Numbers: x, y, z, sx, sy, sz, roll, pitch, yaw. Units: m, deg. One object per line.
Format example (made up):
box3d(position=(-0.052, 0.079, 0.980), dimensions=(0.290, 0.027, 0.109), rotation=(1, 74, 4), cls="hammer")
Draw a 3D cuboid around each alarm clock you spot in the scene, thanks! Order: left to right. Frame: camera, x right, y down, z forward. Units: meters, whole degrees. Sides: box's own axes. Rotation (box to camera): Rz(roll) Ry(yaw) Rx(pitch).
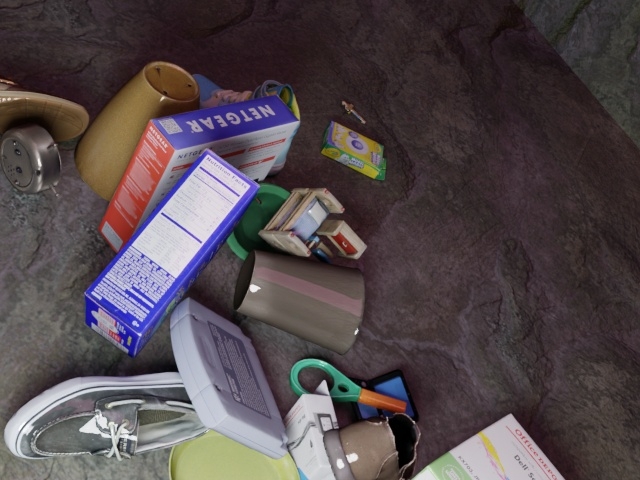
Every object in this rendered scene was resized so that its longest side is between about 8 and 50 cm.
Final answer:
box3d(position=(-0.566, -0.158, 1.784), dimensions=(0.192, 0.129, 0.064), rotation=(24, 32, 34), cls="alarm clock")

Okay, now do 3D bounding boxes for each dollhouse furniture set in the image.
box3d(position=(0.000, 0.000, 1.925), dimensions=(0.183, 0.129, 0.129), rotation=(46, 70, -25), cls="dollhouse furniture set")

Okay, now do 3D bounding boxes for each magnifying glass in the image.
box3d(position=(0.052, 0.288, 1.807), dimensions=(0.231, 0.026, 0.092), rotation=(19, 43, -1), cls="magnifying glass")

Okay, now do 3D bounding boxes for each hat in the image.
box3d(position=(-0.138, -0.039, 2.033), dimensions=(0.208, 0.173, 0.183), rotation=(25, -3, -25), cls="hat")

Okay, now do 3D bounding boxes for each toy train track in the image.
box3d(position=(0.088, -0.343, 2.535), dimensions=(0.083, 0.014, 0.048), rotation=(43, 31, 1), cls="toy train track")

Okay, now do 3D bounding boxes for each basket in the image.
box3d(position=(-0.046, 0.109, 1.867), dimensions=(0.227, 0.154, 0.204), rotation=(18, 38, -15), cls="basket")

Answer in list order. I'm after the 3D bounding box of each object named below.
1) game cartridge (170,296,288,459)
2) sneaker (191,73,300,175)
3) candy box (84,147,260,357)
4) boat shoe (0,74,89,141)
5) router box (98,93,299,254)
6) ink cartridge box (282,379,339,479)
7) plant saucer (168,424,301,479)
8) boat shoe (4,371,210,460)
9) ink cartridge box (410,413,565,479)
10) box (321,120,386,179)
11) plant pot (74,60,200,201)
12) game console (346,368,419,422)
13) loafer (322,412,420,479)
box3d(position=(-0.166, 0.232, 1.627), dimensions=(0.196, 0.060, 0.294), rotation=(42, 14, -40), cls="game cartridge")
box3d(position=(-0.170, -0.323, 2.167), dimensions=(0.319, 0.208, 0.127), rotation=(41, 40, 8), cls="sneaker")
box3d(position=(-0.257, 0.027, 1.598), dimensions=(0.122, 0.268, 0.317), rotation=(38, 70, -2), cls="candy box")
box3d(position=(-0.632, -0.281, 1.861), dimensions=(0.342, 0.123, 0.123), rotation=(2, 50, -26), cls="boat shoe")
box3d(position=(-0.235, -0.129, 1.845), dimensions=(0.335, 0.301, 0.082), rotation=(-21, 64, -47), cls="router box")
box3d(position=(-0.017, 0.347, 1.673), dimensions=(0.060, 0.104, 0.180), rotation=(8, 45, -28), cls="ink cartridge box")
box3d(position=(-0.145, 0.405, 1.572), dimensions=(0.241, 0.037, 0.241), rotation=(21, 40, -19), cls="plant saucer")
box3d(position=(-0.316, 0.283, 1.476), dimensions=(0.335, 0.121, 0.119), rotation=(-9, 32, -38), cls="boat shoe")
box3d(position=(0.340, 0.470, 1.796), dimensions=(0.353, 0.119, 0.207), rotation=(-18, 62, -45), cls="ink cartridge box")
box3d(position=(0.093, -0.226, 2.395), dimensions=(0.179, 0.043, 0.105), rotation=(26, 40, -15), cls="box")
box3d(position=(-0.347, -0.229, 1.905), dimensions=(0.237, 0.254, 0.237), rotation=(19, 42, -18), cls="plant pot")
box3d(position=(0.118, 0.309, 1.833), dimensions=(0.107, 0.071, 0.122), rotation=(19, 39, -40), cls="game console")
box3d(position=(0.121, 0.367, 1.624), dimensions=(0.133, 0.130, 0.366), rotation=(70, 13, 14), cls="loafer")
